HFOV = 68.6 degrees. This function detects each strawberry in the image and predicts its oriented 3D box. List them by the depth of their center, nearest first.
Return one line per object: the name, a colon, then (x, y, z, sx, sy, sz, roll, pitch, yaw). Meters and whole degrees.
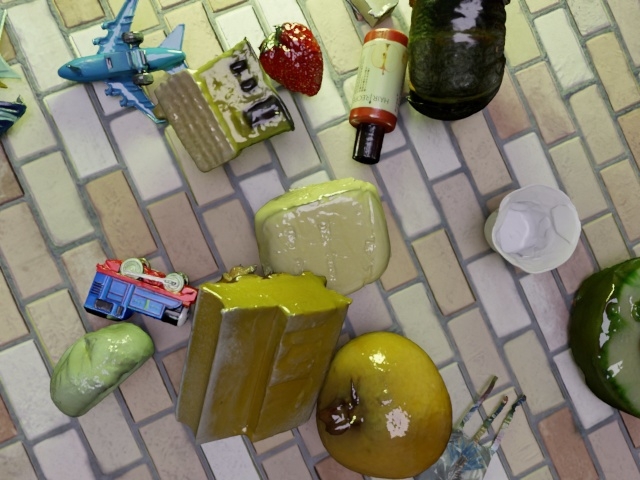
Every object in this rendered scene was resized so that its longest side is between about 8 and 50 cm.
strawberry: (-0.053, -0.386, 0.995, 0.148, 0.131, 0.131, 27, 84, -27)

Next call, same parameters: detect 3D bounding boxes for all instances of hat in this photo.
hat: (0.446, -0.023, 1.034, 0.203, 0.126, 0.203, 0, 87, -7)

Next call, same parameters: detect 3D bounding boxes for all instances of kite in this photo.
kite: (0.335, 0.449, 1.047, 0.169, 0.015, 0.310, 33, 84, -13)

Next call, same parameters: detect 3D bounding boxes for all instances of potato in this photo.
potato: (0.112, -0.547, 1.048, 0.086, 0.061, 0.122, -39, 94, -7)

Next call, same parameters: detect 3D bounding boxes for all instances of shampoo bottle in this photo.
shampoo bottle: (0.122, -0.304, 1.017, 0.104, 0.104, 0.278, 11, 87, -6)

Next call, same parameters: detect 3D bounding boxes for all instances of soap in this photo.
soap: (-0.104, 0.204, 0.829, 0.259, 0.143, 0.281, -1, 118, -35)

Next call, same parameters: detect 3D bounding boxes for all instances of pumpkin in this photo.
pumpkin: (0.275, -0.404, 0.947, 0.192, 0.320, 0.320, 2, 87, 14)

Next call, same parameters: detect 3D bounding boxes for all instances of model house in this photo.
model house: (-0.197, -0.257, 0.946, 0.234, 0.175, 0.193, -28, 105, 2)

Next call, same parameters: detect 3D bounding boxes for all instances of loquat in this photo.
loquat: (0.112, 0.320, 0.907, 0.275, 0.275, 0.274, 0, 88, -7)

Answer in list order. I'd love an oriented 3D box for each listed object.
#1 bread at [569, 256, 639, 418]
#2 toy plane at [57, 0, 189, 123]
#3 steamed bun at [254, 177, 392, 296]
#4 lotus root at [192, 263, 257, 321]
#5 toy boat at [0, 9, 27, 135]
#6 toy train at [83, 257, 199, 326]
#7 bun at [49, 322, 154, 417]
bread: (0.767, 0.225, 1.061, 0.382, 0.129, 0.366, 26, 85, -6)
toy plane: (-0.401, -0.362, 0.962, 0.271, 0.105, 0.254, -12, 104, -11)
steamed bun: (0.000, 0.000, 0.964, 0.273, 0.166, 0.232, -18, 106, -1)
lotus root: (-0.183, 0.175, 0.936, 0.140, 0.154, 0.256, -1, 96, -14)
toy boat: (-0.698, -0.358, 0.944, 0.221, 0.067, 0.291, 5, 84, -6)
toy train: (-0.355, 0.110, 0.955, 0.204, 0.083, 0.131, 20, 85, -4)
bun: (-0.418, 0.232, 0.890, 0.195, 0.195, 0.118, -38, 91, -7)
